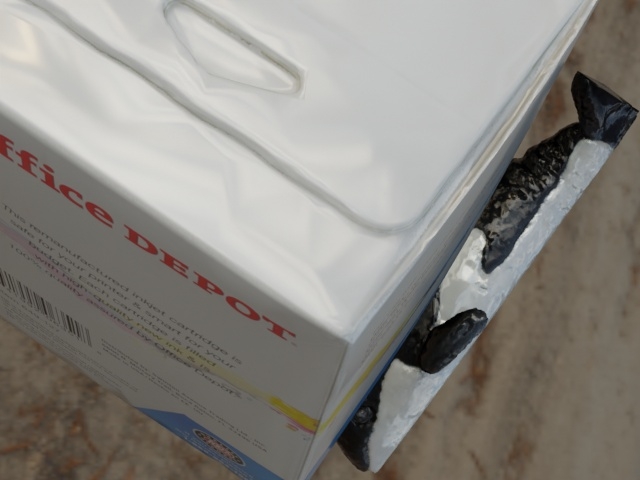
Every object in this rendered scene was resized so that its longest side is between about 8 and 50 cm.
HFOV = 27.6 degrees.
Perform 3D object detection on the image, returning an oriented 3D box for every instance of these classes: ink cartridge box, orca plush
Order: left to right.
[{"bbox_3d":[-0.027,-0.030,0.513,0.171,0.232,0.168,33,67,7],"label":"ink cartridge box"},{"bbox_3d":[0.076,0.007,0.829,0.102,0.287,0.151,36,22,7],"label":"orca plush"}]
